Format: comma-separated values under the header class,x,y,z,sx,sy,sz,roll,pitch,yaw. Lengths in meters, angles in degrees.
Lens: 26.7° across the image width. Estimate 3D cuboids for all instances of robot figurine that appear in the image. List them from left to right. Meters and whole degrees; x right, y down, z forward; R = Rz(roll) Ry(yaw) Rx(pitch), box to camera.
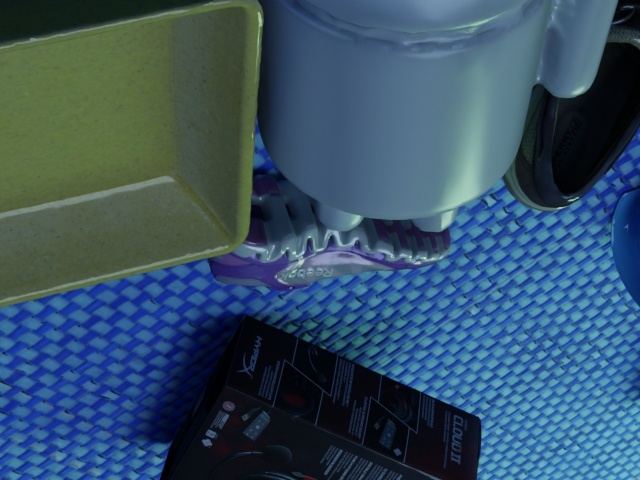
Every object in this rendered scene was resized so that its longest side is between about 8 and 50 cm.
class,x,y,z,sx,sy,sz,roll,pitch,yaw
robot figurine,0.054,-0.155,0.931,0.300,0.200,0.353,-2,141,-5

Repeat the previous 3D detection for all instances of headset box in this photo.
class,x,y,z,sx,sy,sz,roll,pitch,yaw
headset box,0.007,0.232,1.347,0.293,0.110,0.218,25,127,-9

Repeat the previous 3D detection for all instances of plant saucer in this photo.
class,x,y,z,sx,sy,sz,roll,pitch,yaw
plant saucer,-0.215,-0.064,0.932,0.333,0.081,0.333,-14,154,-12

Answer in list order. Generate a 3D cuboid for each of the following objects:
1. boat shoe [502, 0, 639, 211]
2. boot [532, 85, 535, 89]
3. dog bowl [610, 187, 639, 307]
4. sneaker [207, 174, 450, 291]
class,x,y,z,sx,sy,sz,roll,pitch,yaw
boat shoe,0.230,-0.153,1.038,0.103,0.092,0.285,25,92,-14
boot,0.237,-0.124,1.174,0.305,0.112,0.115,-13,155,-19
dog bowl,0.397,-0.038,1.331,0.074,0.166,0.297,-18,145,-32
sneaker,0.000,0.000,1.192,0.236,0.095,0.104,1,143,-25
